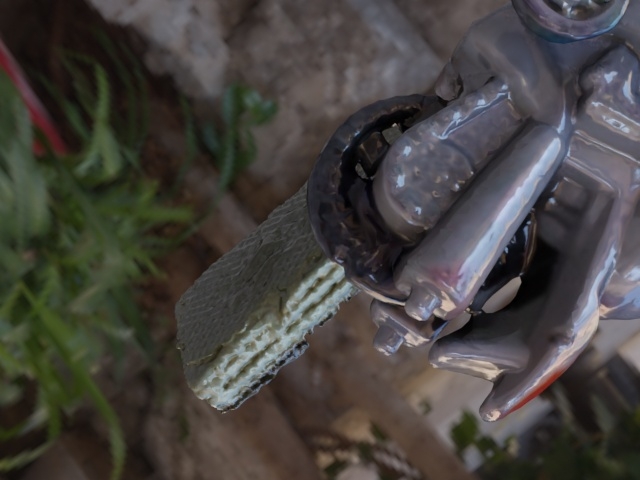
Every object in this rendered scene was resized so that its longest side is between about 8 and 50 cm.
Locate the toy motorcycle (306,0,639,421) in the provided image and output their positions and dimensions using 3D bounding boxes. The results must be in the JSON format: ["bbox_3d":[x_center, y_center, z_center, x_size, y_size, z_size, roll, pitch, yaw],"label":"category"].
[{"bbox_3d":[0.131,-0.030,0.548,0.260,0.171,0.110,-33,170,-18],"label":"toy motorcycle"}]

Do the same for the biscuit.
[{"bbox_3d":[0.000,0.000,1.128,0.252,0.052,0.150,-41,-159,10],"label":"biscuit"}]
